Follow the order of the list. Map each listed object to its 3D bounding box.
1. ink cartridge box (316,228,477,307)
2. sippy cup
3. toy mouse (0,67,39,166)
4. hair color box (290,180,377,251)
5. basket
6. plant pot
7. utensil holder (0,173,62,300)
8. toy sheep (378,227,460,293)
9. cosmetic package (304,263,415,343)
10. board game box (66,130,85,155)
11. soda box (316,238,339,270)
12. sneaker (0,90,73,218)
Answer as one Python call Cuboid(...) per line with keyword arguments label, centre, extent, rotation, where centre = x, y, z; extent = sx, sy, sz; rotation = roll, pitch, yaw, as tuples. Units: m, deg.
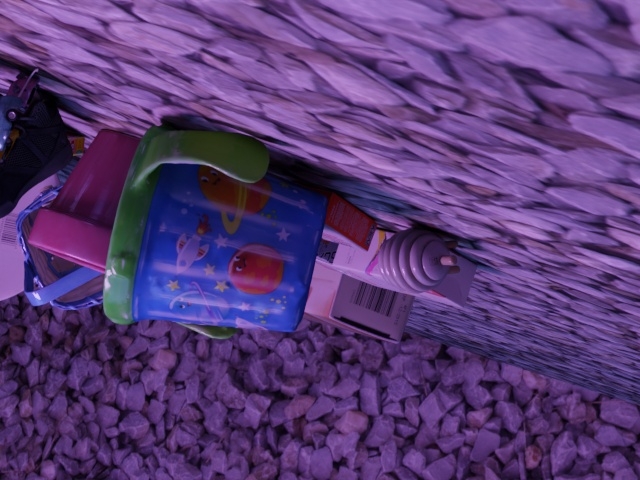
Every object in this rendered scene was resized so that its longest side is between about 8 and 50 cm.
Cuboid(label="ink cartridge box", centre=(0.100, 0.030, 1.732), extent=(0.198, 0.067, 0.115), rotation=(13, 170, 39))
Cuboid(label="sippy cup", centre=(-0.114, 0.003, 1.462), extent=(0.224, 0.240, 0.305), rotation=(14, 179, 0))
Cuboid(label="toy mouse", centre=(-0.355, -0.152, 1.440), extent=(0.031, 0.161, 0.143), rotation=(24, 135, -9))
Cuboid(label="hair color box", centre=(0.010, -0.030, 1.600), extent=(0.072, 0.043, 0.141), rotation=(16, 172, 28))
Cuboid(label="basket", centre=(-0.356, 0.000, 1.968), extent=(0.289, 0.254, 0.201), rotation=(40, 154, 64))
Cuboid(label="plant pot", centre=(-0.272, -0.045, 1.709), extent=(0.201, 0.180, 0.201), rotation=(20, 174, 2))
Cuboid(label="utensil holder", centre=(-0.635, -0.041, 2.234), extent=(0.327, 0.328, 0.385), rotation=(22, 171, -18))
Cuboid(label="toy sheep", centre=(0.122, 0.024, 1.562), extent=(0.091, 0.091, 0.132), rotation=(24, 159, -34))
Cuboid(label="cosmetic package", centre=(0.014, 0.073, 2.082), extent=(0.153, 0.129, 0.296), rotation=(22, 174, -29))
Cuboid(label="board game box", centre=(-0.484, -0.164, 1.825), extent=(0.259, 0.039, 0.124), rotation=(14, -166, 24))
Cuboid(label="soda box", centre=(0.000, 0.000, 1.825), extent=(0.063, 0.058, 0.183), rotation=(15, 173, 34))
Cuboid(label="sneaker", centre=(-0.395, -0.110, 1.543), extent=(0.087, 0.227, 0.130), rotation=(14, 129, 25))
